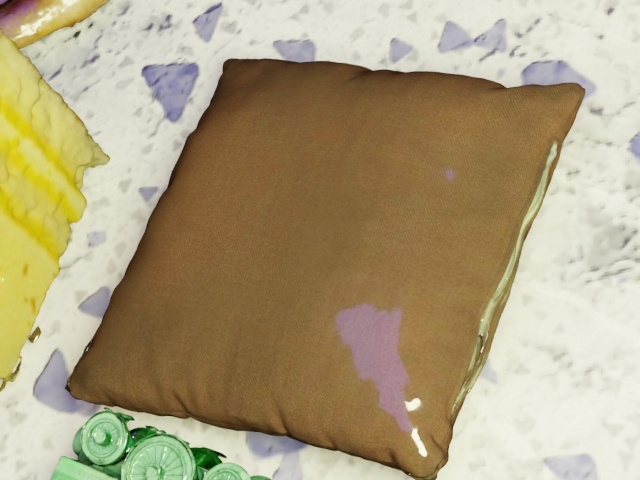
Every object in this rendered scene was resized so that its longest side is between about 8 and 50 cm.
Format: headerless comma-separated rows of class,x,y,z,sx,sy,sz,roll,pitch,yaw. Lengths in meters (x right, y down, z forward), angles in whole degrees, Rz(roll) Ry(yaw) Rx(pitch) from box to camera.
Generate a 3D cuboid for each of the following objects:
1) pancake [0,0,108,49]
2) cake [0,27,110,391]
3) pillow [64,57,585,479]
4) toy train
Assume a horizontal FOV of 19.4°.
pancake,-0.206,-0.275,1.571,0.212,0.056,0.257,-20,58,11
cake,-0.332,-0.007,1.376,0.222,0.227,0.286,7,64,30
pillow,0.000,0.000,1.309,0.305,0.108,0.308,10,64,31
toy train,-0.107,0.184,1.275,0.178,0.071,0.105,19,79,31
